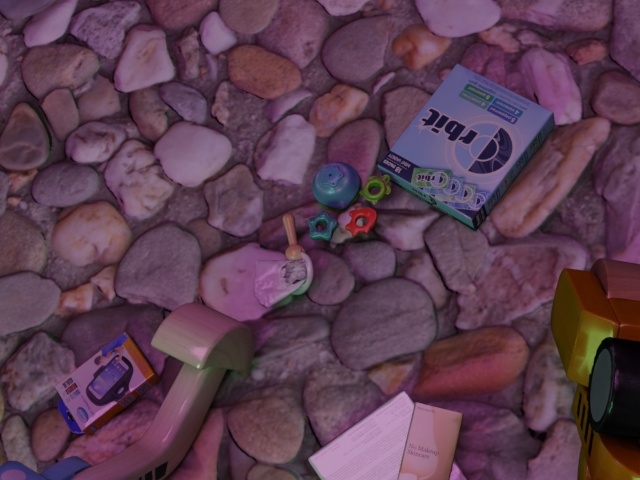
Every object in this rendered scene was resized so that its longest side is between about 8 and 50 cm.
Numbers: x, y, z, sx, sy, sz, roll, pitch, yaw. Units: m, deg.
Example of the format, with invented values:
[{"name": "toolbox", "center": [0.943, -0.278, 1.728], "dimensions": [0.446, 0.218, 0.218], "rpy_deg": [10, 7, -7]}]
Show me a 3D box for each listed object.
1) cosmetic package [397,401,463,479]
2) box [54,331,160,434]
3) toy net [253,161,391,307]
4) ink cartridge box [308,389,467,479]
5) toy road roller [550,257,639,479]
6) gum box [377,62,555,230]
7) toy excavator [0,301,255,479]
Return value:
[{"name": "cosmetic package", "center": [0.124, 0.248, 1.222], "dimensions": [0.060, 0.041, 0.115], "rpy_deg": [11, 79, 8]}, {"name": "box", "center": [-0.289, 0.194, 1.414], "dimensions": [0.136, 0.028, 0.081], "rpy_deg": [-38, 61, -5]}, {"name": "toy net", "center": [0.000, 0.000, 1.413], "dimensions": [0.122, 0.045, 0.232], "rpy_deg": [26, 77, 23]}, {"name": "ink cartridge box", "center": [0.094, 0.290, 1.260], "dimensions": [0.145, 0.045, 0.179], "rpy_deg": [-35, 79, -2]}, {"name": "toy road roller", "center": [0.352, 0.183, 1.128], "dimensions": [0.203, 0.240, 0.329], "rpy_deg": [9, 23, 0]}, {"name": "gum box", "center": [0.193, -0.127, 1.415], "dimensions": [0.157, 0.041, 0.184], "rpy_deg": [33, 79, 26]}, {"name": "toy excavator", "center": [-0.265, 0.320, 1.255], "dimensions": [0.222, 0.445, 0.432], "rpy_deg": [22, 115, 23]}]
